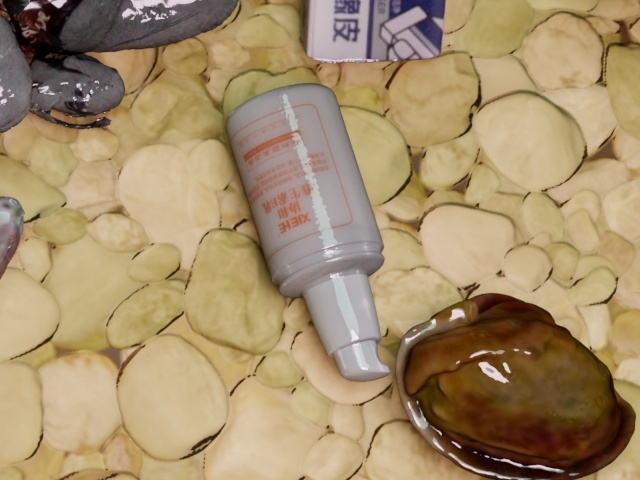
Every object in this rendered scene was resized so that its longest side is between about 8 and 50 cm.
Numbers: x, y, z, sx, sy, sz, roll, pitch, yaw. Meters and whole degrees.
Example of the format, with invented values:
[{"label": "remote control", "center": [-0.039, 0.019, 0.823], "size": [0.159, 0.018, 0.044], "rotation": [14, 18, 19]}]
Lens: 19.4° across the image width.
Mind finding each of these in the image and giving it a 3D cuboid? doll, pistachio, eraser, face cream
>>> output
[{"label": "doll", "center": [-0.229, -0.169, 1.508], "size": [0.340, 0.246, 0.158], "rotation": [-7, 56, -6]}, {"label": "pistachio", "center": [0.164, 0.120, 1.532], "size": [0.210, 0.130, 0.165], "rotation": [20, 65, -11]}, {"label": "eraser", "center": [0.050, -0.262, 1.610], "size": [0.124, 0.210, 0.068], "rotation": [-1, 29, -8]}, {"label": "face cream", "center": [0.000, 0.000, 1.561], "size": [0.101, 0.101, 0.252], "rotation": [-13, 73, -14]}]

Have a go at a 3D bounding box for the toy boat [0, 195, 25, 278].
[{"label": "toy boat", "center": [-0.349, 0.023, 1.517], "size": [0.155, 0.085, 0.227], "rotation": [40, 58, -3]}]
